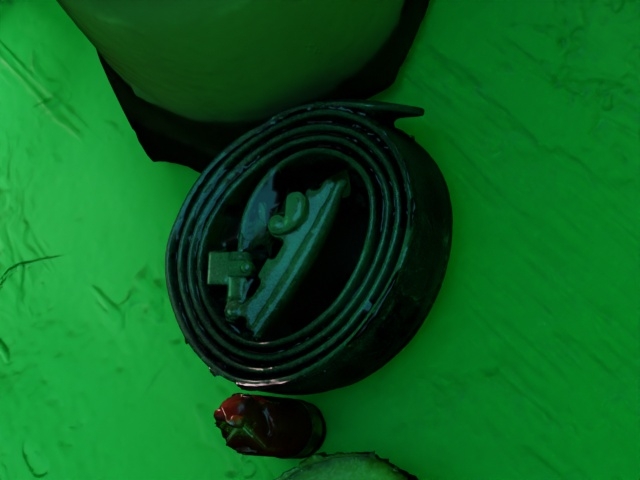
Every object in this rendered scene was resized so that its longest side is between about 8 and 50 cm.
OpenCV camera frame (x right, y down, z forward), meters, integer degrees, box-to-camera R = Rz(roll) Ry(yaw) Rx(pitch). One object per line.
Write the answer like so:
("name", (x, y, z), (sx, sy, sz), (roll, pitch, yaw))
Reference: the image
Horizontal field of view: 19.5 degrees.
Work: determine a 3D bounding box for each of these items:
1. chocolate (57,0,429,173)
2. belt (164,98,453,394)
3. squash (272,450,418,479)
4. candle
("chocolate", (-0.102, -0.266, 1.497), (0.326, 0.297, 0.314), (-24, 66, 21))
("belt", (0.000, 0.000, 1.493), (0.206, 0.116, 0.267), (46, 103, 26))
("squash", (0.026, 0.274, 1.451), (0.220, 0.133, 0.220), (-17, 59, 30))
("candle", (-0.043, 0.147, 1.476), (0.052, 0.130, 0.052), (-4, 81, 24))
